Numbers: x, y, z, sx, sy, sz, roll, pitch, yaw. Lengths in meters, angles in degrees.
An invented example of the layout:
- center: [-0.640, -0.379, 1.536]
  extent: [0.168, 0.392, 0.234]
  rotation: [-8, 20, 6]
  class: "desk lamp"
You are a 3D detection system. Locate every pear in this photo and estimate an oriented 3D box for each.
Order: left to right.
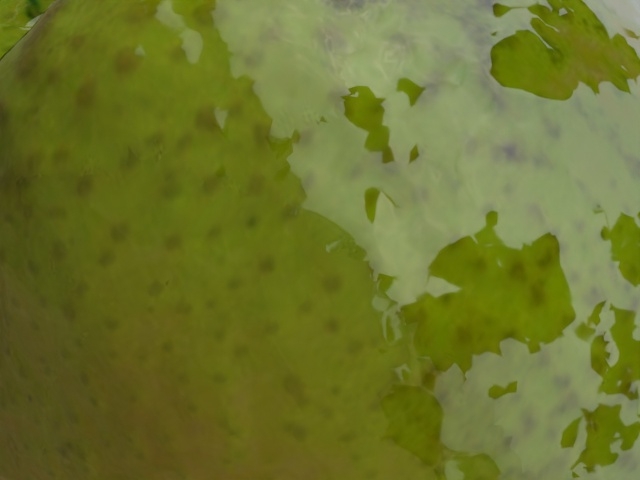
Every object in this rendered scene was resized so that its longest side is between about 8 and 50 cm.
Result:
- center: [0.000, 0.000, 0.704]
  extent: [0.391, 0.391, 0.391]
  rotation: [63, -3, 6]
  class: "pear"
